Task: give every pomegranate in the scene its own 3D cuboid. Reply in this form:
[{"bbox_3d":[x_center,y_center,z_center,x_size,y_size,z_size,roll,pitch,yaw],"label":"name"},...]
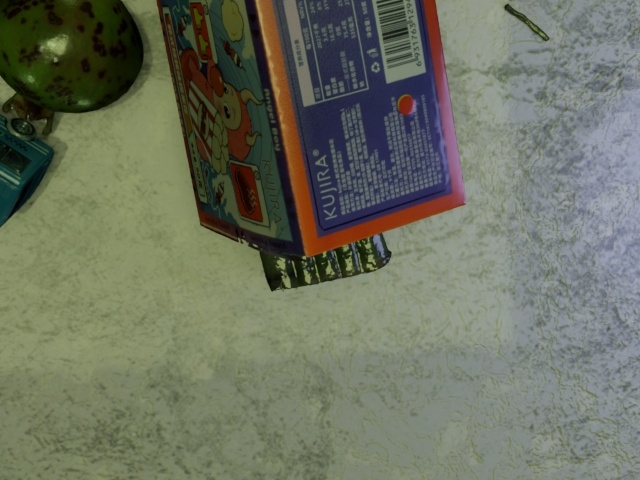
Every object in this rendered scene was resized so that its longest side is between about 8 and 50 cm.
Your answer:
[{"bbox_3d":[-0.356,-0.249,1.536,0.211,0.211,0.263,29,119,-8],"label":"pomegranate"}]

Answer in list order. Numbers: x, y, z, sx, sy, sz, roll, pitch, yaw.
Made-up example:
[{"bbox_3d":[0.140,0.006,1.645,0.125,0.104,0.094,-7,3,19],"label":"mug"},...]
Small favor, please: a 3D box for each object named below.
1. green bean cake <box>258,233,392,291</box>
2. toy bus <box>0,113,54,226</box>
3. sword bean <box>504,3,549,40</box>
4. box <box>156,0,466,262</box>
[{"bbox_3d":[0.000,0.000,1.602,0.181,0.173,0.094,-14,100,0],"label":"green bean cake"},{"bbox_3d":[-0.504,-0.133,1.543,0.246,0.134,0.113,33,123,-9],"label":"toy bus"},{"bbox_3d":[0.307,-0.324,1.668,0.083,0.012,0.012,36,93,-7],"label":"sword bean"},{"bbox_3d":[-0.022,-0.193,1.450,0.257,0.318,0.348,-19,110,-25],"label":"box"}]
